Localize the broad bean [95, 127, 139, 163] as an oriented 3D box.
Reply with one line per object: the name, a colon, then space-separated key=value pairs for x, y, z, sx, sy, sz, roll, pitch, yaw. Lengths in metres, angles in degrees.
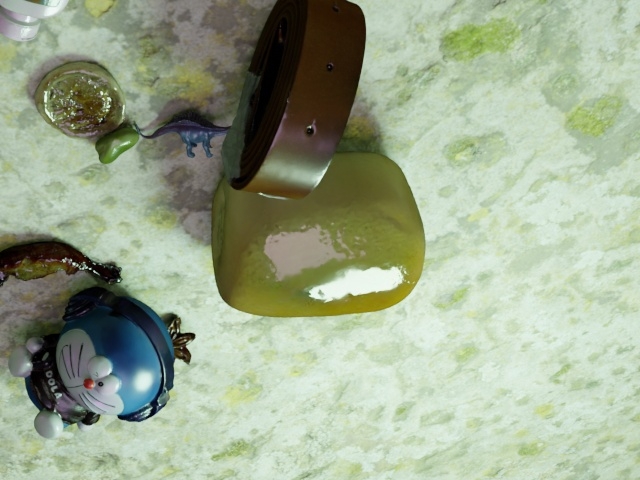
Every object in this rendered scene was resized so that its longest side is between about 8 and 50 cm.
broad bean: x=-0.348 y=-0.164 z=1.620 sx=0.083 sy=0.045 sz=0.063 roll=-29 pitch=172 yaw=15

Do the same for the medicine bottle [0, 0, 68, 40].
medicine bottle: x=-0.410 y=-0.391 z=1.360 sx=0.115 sy=0.078 sz=0.219 roll=12 pitch=129 yaw=-28

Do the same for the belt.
belt: x=-0.046 y=-0.228 z=1.499 sx=0.122 sy=0.217 sz=0.338 roll=14 pitch=99 yaw=-27

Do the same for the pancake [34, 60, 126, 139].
pancake: x=-0.392 y=-0.226 z=1.565 sx=0.152 sy=0.025 sz=0.151 roll=-8 pitch=133 yaw=-8

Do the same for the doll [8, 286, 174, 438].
doll: x=-0.432 y=0.241 z=1.872 sx=0.310 sy=0.240 sz=0.284 roll=-27 pitch=98 yaw=31

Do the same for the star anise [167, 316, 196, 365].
star anise: x=-0.345 y=0.232 z=2.002 sx=0.191 sy=0.070 sz=0.097 roll=-25 pitch=108 yaw=11

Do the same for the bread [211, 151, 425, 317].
bread: x=0.000 y=0.000 z=1.738 sx=0.376 sy=0.253 sz=0.348 roll=0 pitch=130 yaw=-18

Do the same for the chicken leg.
chicken leg: x=-0.497 y=0.048 z=1.788 sx=0.253 sy=0.051 sz=0.106 roll=4 pitch=138 yaw=-21

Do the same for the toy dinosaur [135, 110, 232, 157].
toy dinosaur: x=-0.219 y=-0.184 z=1.639 sx=0.198 sy=0.045 sz=0.080 roll=1 pitch=133 yaw=0
